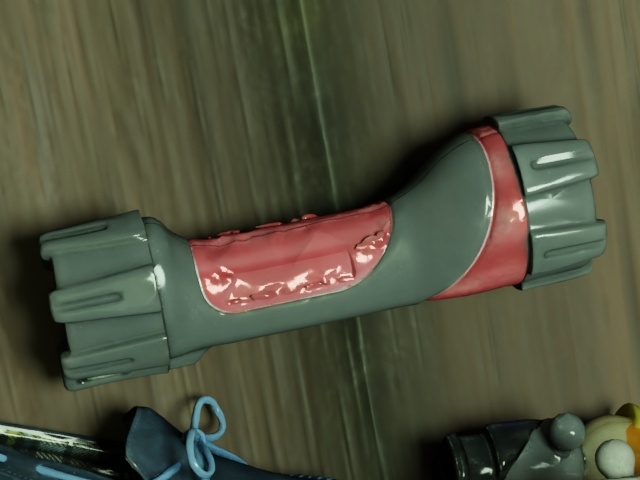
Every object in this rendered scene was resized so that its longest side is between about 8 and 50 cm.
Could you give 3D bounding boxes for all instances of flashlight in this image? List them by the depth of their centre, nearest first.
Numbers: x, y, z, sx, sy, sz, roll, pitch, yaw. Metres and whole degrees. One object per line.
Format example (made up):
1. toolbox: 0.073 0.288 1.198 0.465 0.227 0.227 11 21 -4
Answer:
1. flashlight: 0.000 0.000 0.890 0.304 0.103 0.103 -10 74 -10

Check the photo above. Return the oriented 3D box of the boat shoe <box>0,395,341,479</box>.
1. boat shoe: -0.101 0.134 0.884 0.258 0.109 0.089 3 94 -15

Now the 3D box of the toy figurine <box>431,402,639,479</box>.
1. toy figurine: 0.160 0.204 0.896 0.148 0.213 0.209 -3 96 -14
